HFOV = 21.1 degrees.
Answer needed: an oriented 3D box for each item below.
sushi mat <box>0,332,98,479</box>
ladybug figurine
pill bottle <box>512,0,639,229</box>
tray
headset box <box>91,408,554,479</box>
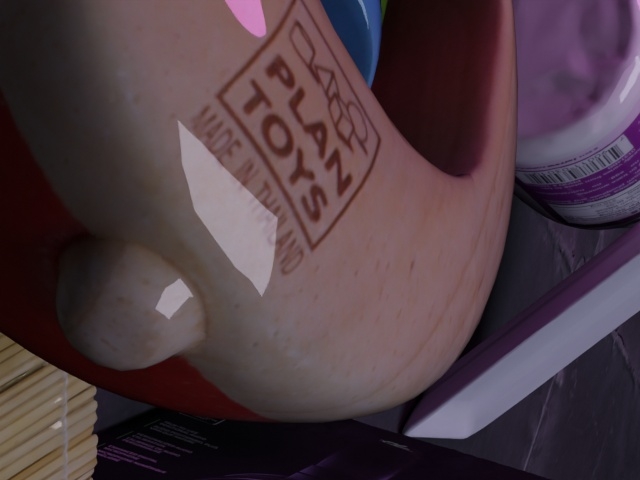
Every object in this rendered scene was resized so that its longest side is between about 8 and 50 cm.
[{"bbox_3d":[-0.183,0.096,0.599,0.316,0.019,0.151,-34,132,-51],"label":"sushi mat"},{"bbox_3d":[-0.043,-0.098,0.649,0.305,0.162,0.449,60,24,-24],"label":"ladybug figurine"},{"bbox_3d":[0.189,-0.102,1.242,0.301,0.169,0.169,29,76,-64],"label":"pill bottle"},{"bbox_3d":[0.184,0.065,1.321,0.270,0.030,0.145,-39,160,16],"label":"tray"},{"bbox_3d":[-0.017,0.188,0.878,0.283,0.246,0.131,-16,117,-60],"label":"headset box"}]
